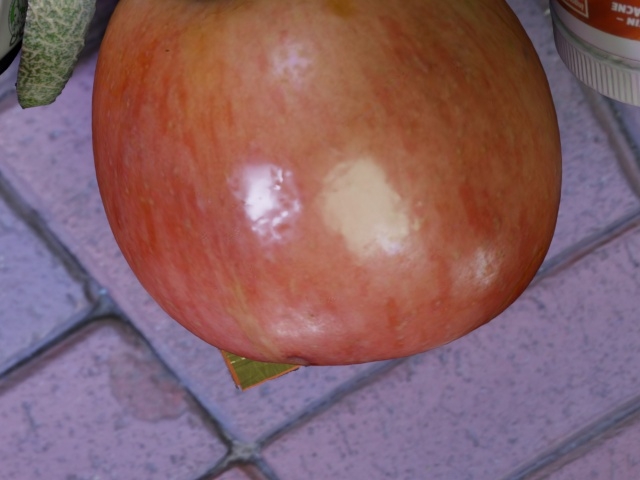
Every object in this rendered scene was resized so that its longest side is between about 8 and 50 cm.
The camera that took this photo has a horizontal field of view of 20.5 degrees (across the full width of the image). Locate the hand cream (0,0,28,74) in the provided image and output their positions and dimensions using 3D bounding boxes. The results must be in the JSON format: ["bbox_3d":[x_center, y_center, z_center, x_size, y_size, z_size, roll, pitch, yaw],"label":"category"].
[{"bbox_3d":[-0.219,-0.276,1.302,0.076,0.121,0.336,17,121,9],"label":"hand cream"}]

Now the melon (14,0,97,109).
[{"bbox_3d":[-0.211,-0.166,1.390,0.054,0.098,0.182,11,122,-12],"label":"melon"}]

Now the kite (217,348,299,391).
[{"bbox_3d":[-0.001,-0.001,1.649,0.327,0.013,0.378,16,119,-29],"label":"kite"}]

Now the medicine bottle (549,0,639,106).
[{"bbox_3d":[0.300,-0.268,1.404,0.252,0.252,0.241,-19,131,-7],"label":"medicine bottle"}]

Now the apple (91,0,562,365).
[{"bbox_3d":[0.003,-0.090,1.366,0.363,0.364,0.364,-10,128,-13],"label":"apple"}]
